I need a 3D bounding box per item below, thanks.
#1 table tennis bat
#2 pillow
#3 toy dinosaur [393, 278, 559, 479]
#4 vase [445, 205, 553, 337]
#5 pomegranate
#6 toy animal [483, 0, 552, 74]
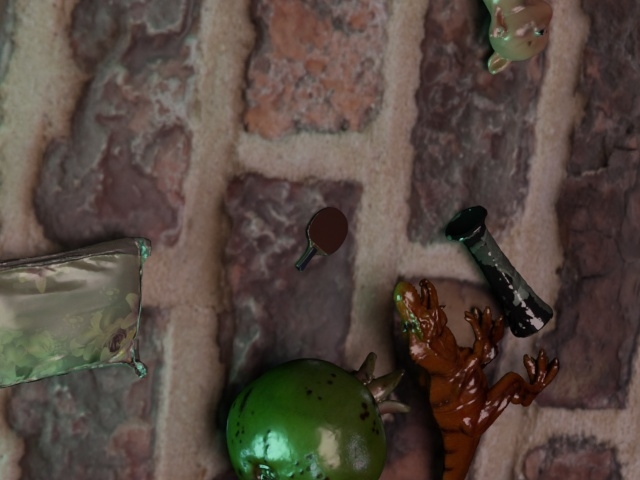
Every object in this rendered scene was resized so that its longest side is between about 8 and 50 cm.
[{"bbox_3d":[0.000,0.000,2.017,0.050,0.007,0.083,45,73,-28],"label":"table tennis bat"},{"bbox_3d":[-0.295,0.082,1.834,0.255,0.059,0.169,-8,102,-30],"label":"pillow"},{"bbox_3d":[0.186,0.195,2.094,0.208,0.097,0.432,-40,127,-34],"label":"toy dinosaur"},{"bbox_3d":[0.213,0.038,2.115,0.059,0.059,0.167,-44,115,-17],"label":"vase"},{"bbox_3d":[0.005,0.207,1.970,0.224,0.181,0.181,-27,112,-47],"label":"pomegranate"},{"bbox_3d":[0.225,-0.273,2.069,0.083,0.089,0.150,-12,108,-5],"label":"toy animal"}]
